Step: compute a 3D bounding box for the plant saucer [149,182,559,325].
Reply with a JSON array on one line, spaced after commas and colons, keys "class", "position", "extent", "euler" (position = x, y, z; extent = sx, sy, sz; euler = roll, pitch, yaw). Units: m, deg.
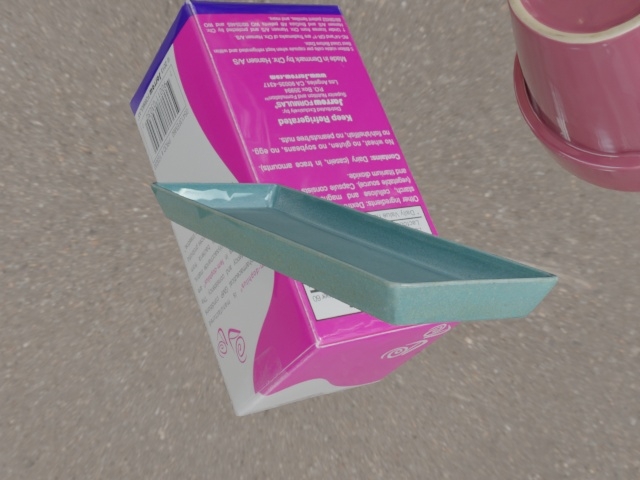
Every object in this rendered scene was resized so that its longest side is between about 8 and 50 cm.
[{"class": "plant saucer", "position": [0.000, 0.000, 0.383], "extent": [0.067, 0.192, 0.018], "euler": [-1, 101, -31]}]

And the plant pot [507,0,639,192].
[{"class": "plant pot", "position": [0.226, -0.159, 0.744], "extent": [0.201, 0.180, 0.201], "euler": [-12, 64, 26]}]

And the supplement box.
[{"class": "supplement box", "position": [-0.019, -0.023, 0.606], "extent": [0.114, 0.111, 0.220], "euler": [-7, 67, -33]}]
